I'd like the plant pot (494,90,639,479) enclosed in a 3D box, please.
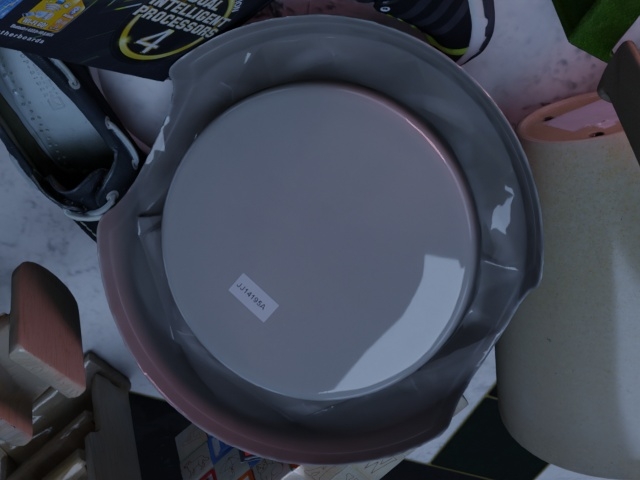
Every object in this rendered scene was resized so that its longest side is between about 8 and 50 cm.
[{"bbox_3d":[0.258,0.016,0.718,0.256,0.256,0.274,-13,111,10],"label":"plant pot"}]

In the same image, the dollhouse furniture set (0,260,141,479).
[{"bbox_3d":[-0.361,0.164,0.752,0.362,0.256,0.394,-41,124,6],"label":"dollhouse furniture set"}]

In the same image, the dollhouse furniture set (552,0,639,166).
[{"bbox_3d":[0.299,-0.122,0.540,0.197,0.301,0.151,22,128,-15],"label":"dollhouse furniture set"}]

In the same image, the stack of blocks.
[{"bbox_3d":[-0.009,0.195,0.876,0.297,0.171,0.087,-41,122,6],"label":"stack of blocks"}]

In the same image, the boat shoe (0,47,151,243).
[{"bbox_3d":[-0.210,-0.070,0.707,0.114,0.091,0.302,-18,127,14],"label":"boat shoe"}]

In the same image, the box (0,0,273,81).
[{"bbox_3d":[-0.096,-0.226,0.424,0.318,0.395,0.097,-33,79,21],"label":"box"}]

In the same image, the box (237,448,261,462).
[{"bbox_3d":[-0.021,0.076,0.767,0.159,0.044,0.233,-14,85,9],"label":"box"}]

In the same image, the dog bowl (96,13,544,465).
[{"bbox_3d":[0.000,0.000,0.662,0.348,0.102,0.349,2,99,12],"label":"dog bowl"}]

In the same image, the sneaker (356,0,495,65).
[{"bbox_3d":[0.064,-0.192,0.570,0.097,0.084,0.235,-20,160,3],"label":"sneaker"}]
